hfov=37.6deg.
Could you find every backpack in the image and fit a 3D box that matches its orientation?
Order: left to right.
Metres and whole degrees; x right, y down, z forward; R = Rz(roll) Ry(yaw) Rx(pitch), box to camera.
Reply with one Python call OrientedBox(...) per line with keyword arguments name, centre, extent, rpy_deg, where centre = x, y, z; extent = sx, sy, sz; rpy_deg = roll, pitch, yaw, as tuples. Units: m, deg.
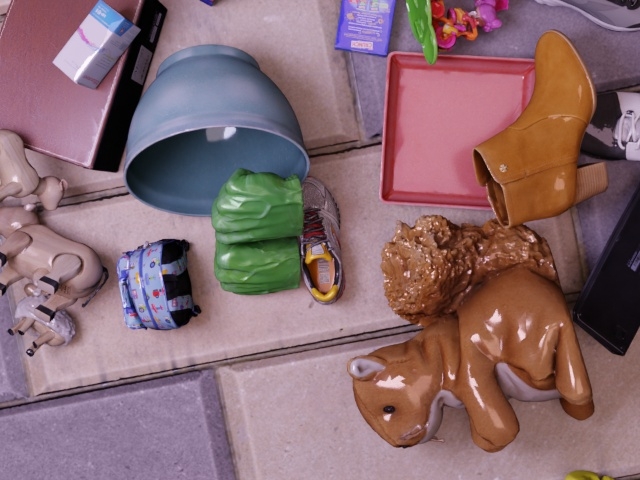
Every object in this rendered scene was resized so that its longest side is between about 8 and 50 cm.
OrientedBox(name="backpack", centre=(-0.276, 0.079, 1.565), extent=(0.117, 0.173, 0.158), rpy_deg=(-9, 93, 2))

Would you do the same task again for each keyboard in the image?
OrientedBox(name="keyboard", centre=(0.552, 0.049, 1.568), extent=(0.201, 0.033, 0.317), rpy_deg=(37, 75, -14))

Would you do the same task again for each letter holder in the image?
OrientedBox(name="letter holder", centre=(-0.414, -0.289, 1.565), extent=(0.215, 0.152, 0.301), rpy_deg=(18, 93, 3))

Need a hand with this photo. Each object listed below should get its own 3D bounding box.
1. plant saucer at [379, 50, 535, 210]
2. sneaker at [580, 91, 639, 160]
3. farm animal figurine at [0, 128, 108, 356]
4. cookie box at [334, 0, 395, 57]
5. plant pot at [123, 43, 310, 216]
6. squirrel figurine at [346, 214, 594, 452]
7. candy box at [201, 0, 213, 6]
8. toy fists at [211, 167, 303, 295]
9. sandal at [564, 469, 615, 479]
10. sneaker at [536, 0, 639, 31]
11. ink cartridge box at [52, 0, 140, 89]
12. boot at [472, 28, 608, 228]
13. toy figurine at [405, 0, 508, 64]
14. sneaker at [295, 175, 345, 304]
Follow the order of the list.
OrientedBox(name="plant saucer", centre=(0.235, -0.184, 1.602), extent=(0.259, 0.048, 0.258), rpy_deg=(3, 93, 2))
OrientedBox(name="sneaker", centre=(0.574, -0.182, 1.545), extent=(0.331, 0.146, 0.122), rpy_deg=(6, 95, 3))
OrientedBox(name="farm animal figurine", centre=(-0.488, -0.011, 1.552), extent=(0.327, 0.172, 0.330), rpy_deg=(40, 131, -1))
OrientedBox(name="cookie box", centre=(0.076, -0.373, 1.599), extent=(0.092, 0.040, 0.107), rpy_deg=(10, 93, 1))
OrientedBox(name="plant pot", centre=(-0.174, -0.190, 1.517), extent=(0.293, 0.293, 0.196), rpy_deg=(-9, 67, 2))
OrientedBox(name="squirrel figurine", centre=(0.222, 0.155, 1.545), extent=(0.371, 0.281, 0.396), rpy_deg=(-16, 78, 13))
OrientedBox(name="candy box", centre=(-0.218, -0.592, 1.544), extent=(0.268, 0.122, 0.317), rpy_deg=(28, 95, -9))
OrientedBox(name="toy fists", centre=(-0.108, -0.010, 1.532), extent=(0.142, 0.279, 0.096), rpy_deg=(-7, 53, -10))
OrientedBox(name="sandal", centre=(0.557, 0.500, 1.597), extent=(0.318, 0.126, 0.138), rpy_deg=(16, 97, 9))
OrientedBox(name="sneaker", centre=(0.463, -0.417, 1.555), extent=(0.272, 0.108, 0.100), rpy_deg=(14, 91, 0))
OrientedBox(name="ink cartridge box", centre=(-0.342, -0.298, 1.438), extent=(0.052, 0.088, 0.122), rpy_deg=(38, 94, 4))
OrientedBox(name="boot", centre=(0.334, -0.179, 1.498), extent=(0.211, 0.104, 0.295), rpy_deg=(-16, 90, -19))
OrientedBox(name="toy figurine", centre=(0.240, -0.383, 1.555), extent=(0.159, 0.130, 0.173), rpy_deg=(-11, 72, -7))
OrientedBox(name="sneaker", centre=(0.000, 0.000, 1.594), extent=(0.088, 0.093, 0.225), rpy_deg=(-13, 92, 2))
